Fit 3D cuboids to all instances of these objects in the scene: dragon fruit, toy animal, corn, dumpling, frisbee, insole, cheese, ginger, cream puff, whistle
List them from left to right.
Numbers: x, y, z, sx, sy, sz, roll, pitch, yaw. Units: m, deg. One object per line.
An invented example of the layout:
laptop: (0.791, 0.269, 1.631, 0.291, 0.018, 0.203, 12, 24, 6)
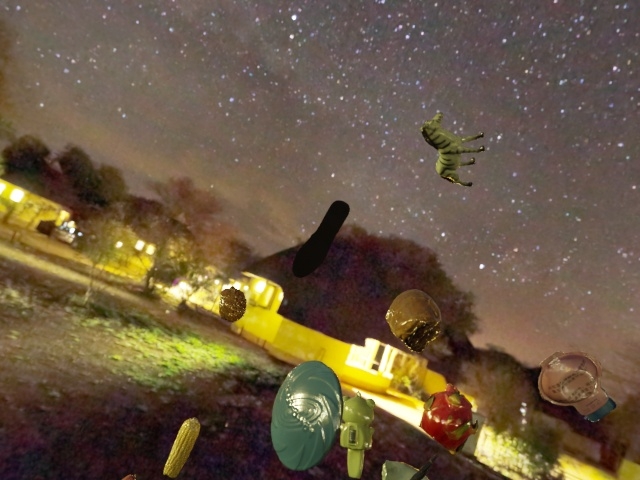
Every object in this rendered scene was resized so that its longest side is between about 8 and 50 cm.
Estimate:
corn: (-0.477, 0.714, 1.489, 0.067, 0.207, 0.067, 23, -9, 4)
cream puff: (-0.345, 0.256, 1.719, 0.103, 0.144, 0.126, -4, -34, 7)
frisbee: (-0.054, 0.471, 1.186, 0.049, 0.290, 0.289, 29, -12, -34)
insole: (0.000, 0.000, 1.515, 0.109, 0.322, 0.007, 24, 15, -28)
whistle: (0.131, 0.691, 1.548, 0.131, 0.289, 0.106, -3, -16, 22)
dumpling: (0.248, 0.754, 1.299, 0.216, 0.149, 0.104, 36, -13, -32)
ginger: (0.364, 0.297, 1.690, 0.223, 0.200, 0.269, 50, 3, 36)
dragon fruit: (0.516, 0.713, 1.734, 0.224, 0.227, 0.224, 46, -6, 6)
toy animal: (0.360, -0.245, 1.207, 0.175, 0.074, 0.217, 2, -42, 6)
cheese: (0.749, 0.427, 1.256, 0.286, 0.189, 0.074, 41, 15, -12)

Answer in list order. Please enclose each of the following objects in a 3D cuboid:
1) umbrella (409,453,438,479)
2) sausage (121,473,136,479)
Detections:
umbrella: (0.210, 0.651, 1.114, 0.044, 0.269, 0.044, 48, -14, -7)
sausage: (-0.564, 0.671, 1.081, 0.029, 0.223, 0.030, 32, -41, 32)
